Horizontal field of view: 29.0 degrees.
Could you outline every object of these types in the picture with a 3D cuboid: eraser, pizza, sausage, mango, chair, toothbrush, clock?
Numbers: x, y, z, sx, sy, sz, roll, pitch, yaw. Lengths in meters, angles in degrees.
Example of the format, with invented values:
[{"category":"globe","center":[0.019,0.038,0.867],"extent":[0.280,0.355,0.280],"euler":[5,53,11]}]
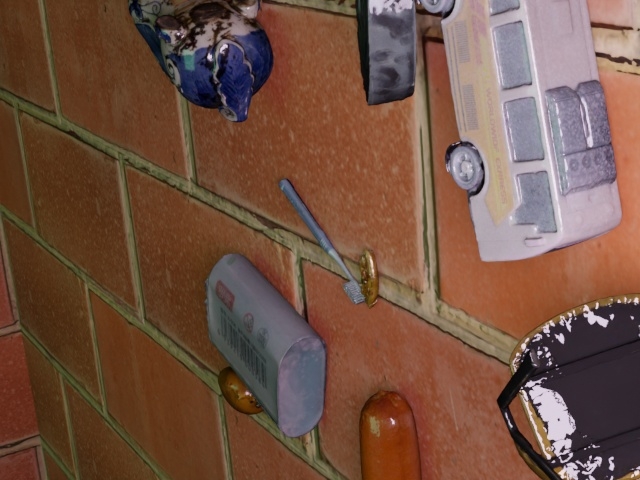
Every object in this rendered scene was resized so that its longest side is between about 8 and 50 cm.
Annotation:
[{"category":"eraser","center":[-0.079,0.145,1.735],"extent":[0.227,0.081,0.174],"euler":[44,143,46]},{"category":"pizza","center":[0.057,0.046,1.487],"extent":[0.037,0.016,0.083],"euler":[-135,37,-56]},{"category":"sausage","center":[0.085,0.273,1.488],"extent":[0.076,0.076,0.198],"euler":[20,120,59]},{"category":"mango","center":[-0.116,0.221,1.861],"extent":[0.077,0.063,0.127],"euler":[59,163,-18]},{"category":"chair","center":[0.236,0.133,0.973],"extent":[0.247,0.158,0.172],"euler":[160,91,-86]},{"category":"toothbrush","center":[0.000,0.000,1.571],"extent":[0.219,0.019,0.016],"euler":[57,154,32]},{"category":"clock","center":[0.060,-0.243,1.192],"extent":[0.226,0.048,0.226],"euler":[-3,-90,-89]}]

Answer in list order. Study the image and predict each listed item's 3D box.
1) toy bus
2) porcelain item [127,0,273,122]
[{"category":"toy bus","center":[0.173,-0.155,1.072],"extent":[0.138,0.097,0.343],"euler":[-2,100,56]},{"category":"porcelain item","center":[-0.165,-0.258,1.640],"extent":[0.288,0.138,0.186],"euler":[48,154,44]}]
